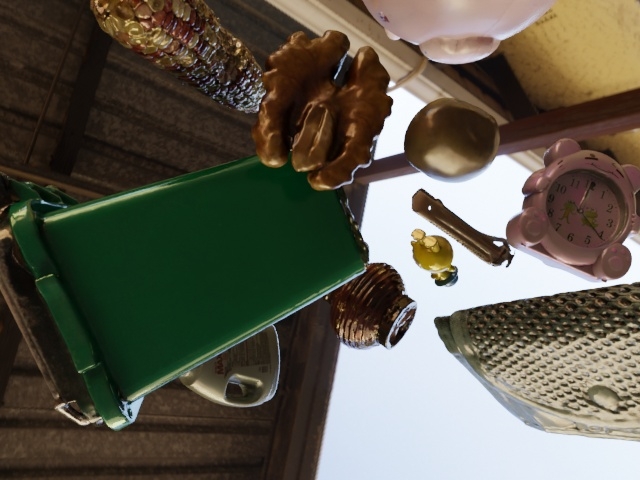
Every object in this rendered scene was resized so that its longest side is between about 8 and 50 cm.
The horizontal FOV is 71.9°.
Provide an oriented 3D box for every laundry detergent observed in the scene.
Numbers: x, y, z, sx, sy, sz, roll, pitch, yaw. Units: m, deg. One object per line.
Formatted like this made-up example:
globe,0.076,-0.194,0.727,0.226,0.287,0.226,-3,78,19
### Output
laundry detergent,-0.290,0.361,1.289,0.397,0.124,0.264,15,-113,-53

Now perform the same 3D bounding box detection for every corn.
corn,-0.151,-0.238,0.554,0.289,0.098,0.099,13,-100,-68

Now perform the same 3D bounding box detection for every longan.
longan,0.440,-0.335,1.493,0.349,0.288,0.289,14,-99,-32

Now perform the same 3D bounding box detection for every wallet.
wallet,0.319,0.150,0.492,0.237,0.342,0.075,47,-126,-17

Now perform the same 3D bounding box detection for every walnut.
walnut,-0.001,-0.138,0.473,0.142,0.069,0.171,26,-103,-8

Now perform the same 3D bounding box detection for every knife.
knife,0.369,-0.028,1.149,0.365,0.043,0.089,29,-110,-22

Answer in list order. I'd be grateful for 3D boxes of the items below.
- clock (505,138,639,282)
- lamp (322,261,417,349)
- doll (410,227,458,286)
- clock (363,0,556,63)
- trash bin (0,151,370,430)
clock,0.660,-0.081,1.132,0.295,0.113,0.323,25,-100,5
lamp,0.119,0.165,1.135,0.246,0.246,0.247,1,-92,-35
doll,0.430,0.066,1.670,0.145,0.199,0.363,-46,-38,-5
clock,0.183,-0.465,0.673,0.250,0.376,0.369,-5,-71,-19
trash bin,-0.163,0.008,0.570,0.380,0.259,0.296,-23,-84,-13
